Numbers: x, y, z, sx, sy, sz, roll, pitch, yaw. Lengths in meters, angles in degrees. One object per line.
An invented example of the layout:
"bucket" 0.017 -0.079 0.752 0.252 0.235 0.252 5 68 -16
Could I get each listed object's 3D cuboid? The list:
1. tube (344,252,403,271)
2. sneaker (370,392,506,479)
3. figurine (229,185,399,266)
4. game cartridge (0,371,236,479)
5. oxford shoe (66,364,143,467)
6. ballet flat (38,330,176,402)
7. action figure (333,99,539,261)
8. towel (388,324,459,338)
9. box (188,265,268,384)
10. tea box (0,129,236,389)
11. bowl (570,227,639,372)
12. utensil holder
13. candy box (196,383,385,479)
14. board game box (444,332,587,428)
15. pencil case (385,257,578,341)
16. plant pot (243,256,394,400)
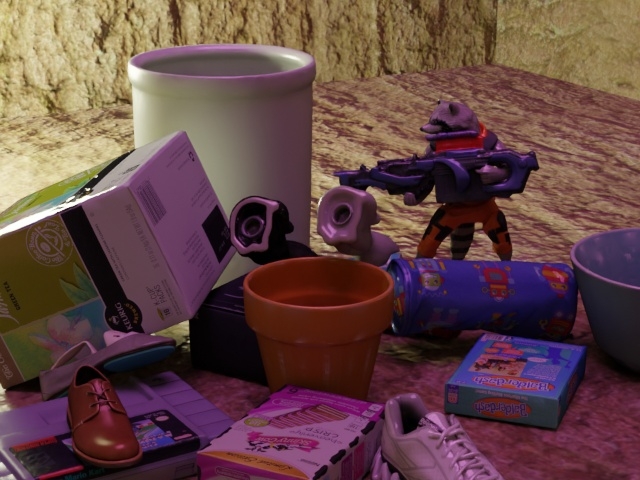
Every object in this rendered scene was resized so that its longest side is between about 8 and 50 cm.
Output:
"tube" 0.037 0.054 2.297 0.207 0.052 0.080 -4 14 14
"sneaker" 0.152 0.274 1.588 0.110 0.118 0.292 -8 21 -30
"figurine" 0.000 0.000 2.006 0.214 0.092 0.209 -6 -20 16
"game cartridge" -0.299 0.257 1.737 0.355 0.068 0.230 -11 17 -30
"oxford shoe" -0.271 0.214 1.660 0.076 0.076 0.212 -6 20 -24
"ballet flat" -0.299 0.160 1.874 0.213 0.068 0.072 -27 -22 15
"action figure" 0.201 -0.084 2.340 0.341 0.330 0.178 3 20 9
"towel" 0.119 0.105 2.250 0.274 0.031 0.199 5 21 22
"box" -0.080 0.124 2.062 0.153 0.108 0.207 11 21 32
"tea box" -0.335 0.022 2.041 0.323 0.220 0.329 -22 13 14
"bowl" 0.527 0.101 2.046 0.311 0.163 0.311 1 18 0
"utensil holder" -0.167 -0.132 2.409 0.327 0.386 0.327 -1 18 0
"candy box" -0.028 0.262 1.692 0.159 0.071 0.233 9 20 24
"board game box" 0.280 0.196 1.936 0.160 0.047 0.210 7 18 20
"pencil case" 0.245 0.091 2.090 0.306 0.133 0.119 3 59 -17
"plant pot" -0.002 0.143 1.873 0.205 0.188 0.205 0 18 0
